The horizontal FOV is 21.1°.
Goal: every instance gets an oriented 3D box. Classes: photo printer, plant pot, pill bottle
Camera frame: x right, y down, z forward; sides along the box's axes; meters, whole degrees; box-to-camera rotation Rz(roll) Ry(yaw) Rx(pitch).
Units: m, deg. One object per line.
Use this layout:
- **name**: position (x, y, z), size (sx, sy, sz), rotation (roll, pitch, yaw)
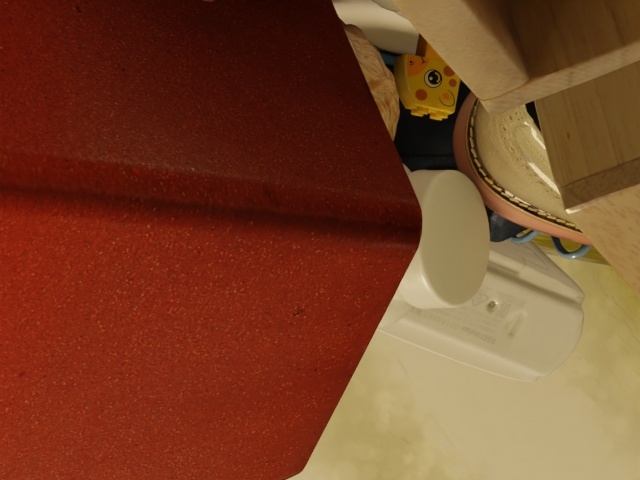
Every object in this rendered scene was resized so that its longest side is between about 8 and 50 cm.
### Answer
- **photo printer**: position (0.060, -0.013, 1.487), size (0.256, 0.107, 0.307), rotation (22, -165, -27)
- **plant pot**: position (-0.108, -0.013, 0.803), size (0.236, 0.267, 0.267), rotation (3, -137, -24)
- **pill bottle**: position (0.000, 0.000, 1.132), size (0.208, 0.117, 0.117), rotation (-2, 170, 35)

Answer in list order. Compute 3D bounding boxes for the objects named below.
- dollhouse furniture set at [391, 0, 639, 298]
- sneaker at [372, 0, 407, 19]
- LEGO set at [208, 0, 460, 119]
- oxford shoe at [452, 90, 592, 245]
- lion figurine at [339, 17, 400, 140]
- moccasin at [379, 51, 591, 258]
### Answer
- **dollhouse furniture set**: position (0.210, -0.128, 0.388), size (0.356, 0.173, 0.303), rotation (-22, 151, 20)
- **sneaker**: position (0.064, -0.121, 0.643), size (0.115, 0.105, 0.281), rotation (23, 176, 37)
- **LEGO set**: position (0.039, -0.108, 0.775), size (0.227, 0.093, 0.087), rotation (11, 177, -9)
- **oxford shoe**: position (0.283, -0.026, 1.067), size (0.397, 0.140, 0.146), rotation (10, 174, -3)
- **lion figurine**: position (-0.085, -0.109, 1.107), size (0.240, 0.142, 0.392), rotation (3, -168, -5)
- **moccasin**: position (0.129, -0.053, 1.256), size (0.342, 0.116, 0.138), rotation (11, 177, -5)
